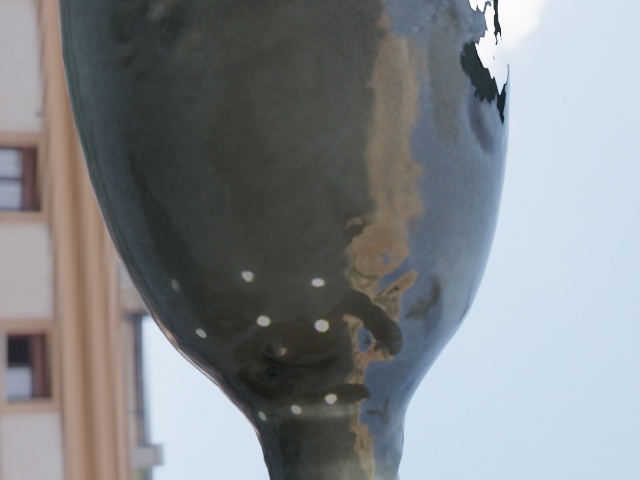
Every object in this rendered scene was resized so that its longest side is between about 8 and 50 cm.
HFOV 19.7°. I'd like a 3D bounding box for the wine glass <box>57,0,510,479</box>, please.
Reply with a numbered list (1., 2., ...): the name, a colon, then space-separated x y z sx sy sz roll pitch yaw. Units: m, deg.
1. wine glass: -0.005 0.003 0.751 0.190 0.190 0.357 -13 -100 51
